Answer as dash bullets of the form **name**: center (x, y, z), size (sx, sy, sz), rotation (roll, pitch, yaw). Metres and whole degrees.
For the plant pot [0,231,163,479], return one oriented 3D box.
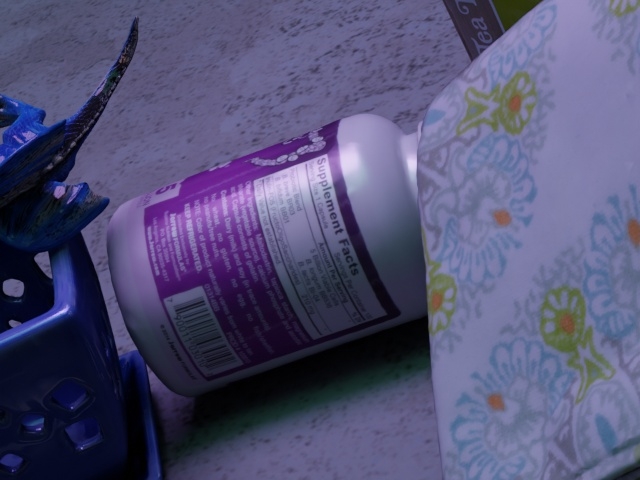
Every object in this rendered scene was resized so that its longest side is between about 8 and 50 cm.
- **plant pot**: center (-0.251, 0.123, 1.526), size (0.236, 0.212, 0.236), rotation (-26, 29, 4)

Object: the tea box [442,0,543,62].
- **tea box**: center (0.292, -0.171, 1.426), size (0.324, 0.329, 0.220), rotation (-6, 36, 33)

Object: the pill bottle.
- **pill bottle**: center (0.000, 0.000, 1.560), size (0.302, 0.169, 0.169), rotation (-20, 29, 13)

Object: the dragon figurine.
- **dragon figurine**: center (-0.215, -0.044, 1.460), size (0.289, 0.085, 0.144), rotation (-35, 31, -14)

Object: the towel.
- **towel**: center (0.175, 0.001, 1.221), size (0.320, 0.090, 0.374), rotation (-36, 49, 48)
